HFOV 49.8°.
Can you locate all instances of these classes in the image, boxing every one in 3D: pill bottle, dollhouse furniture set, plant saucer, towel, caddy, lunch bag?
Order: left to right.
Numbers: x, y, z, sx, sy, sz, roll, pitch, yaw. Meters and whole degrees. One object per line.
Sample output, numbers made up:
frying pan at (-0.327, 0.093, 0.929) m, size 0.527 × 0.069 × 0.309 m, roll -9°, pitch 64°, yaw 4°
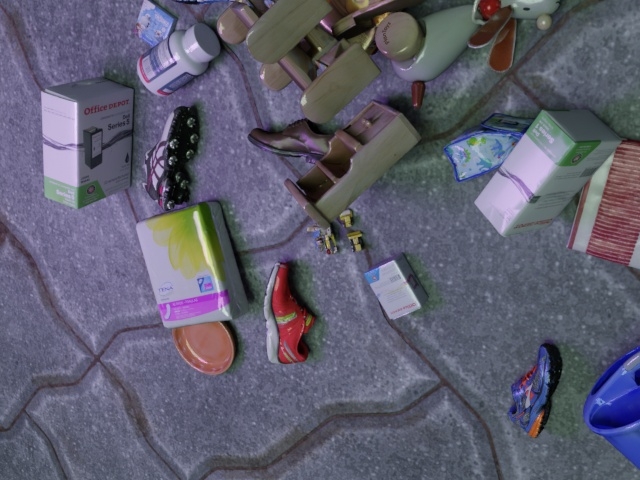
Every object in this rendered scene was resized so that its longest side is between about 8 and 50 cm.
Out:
pill bottle at (-0.315, -0.408, 1.546) m, size 0.180 × 0.108 × 0.108 m, roll -22°, pitch 99°, yaw 33°
plant saucer at (-0.310, 0.268, 1.864) m, size 0.199 × 0.037 × 0.200 m, roll 11°, pitch 116°, yaw 24°
dollhouse furniture set at (-0.045, -0.259, 1.284) m, size 0.256 × 0.362 × 0.394 m, roll -43°, pitch 116°, yaw 3°
lunch bag at (0.324, -0.181, 1.286) m, size 0.151 × 0.129 × 0.096 m, roll -18°, pitch 101°, yaw 34°
caddy at (0.637, 0.262, 1.236) m, size 0.179 × 0.241 × 0.341 m, roll 47°, pitch 123°, yaw -2°
towel at (0.636, -0.044, 1.234) m, size 0.329 × 0.037 × 0.237 m, roll 18°, pitch 119°, yaw 23°

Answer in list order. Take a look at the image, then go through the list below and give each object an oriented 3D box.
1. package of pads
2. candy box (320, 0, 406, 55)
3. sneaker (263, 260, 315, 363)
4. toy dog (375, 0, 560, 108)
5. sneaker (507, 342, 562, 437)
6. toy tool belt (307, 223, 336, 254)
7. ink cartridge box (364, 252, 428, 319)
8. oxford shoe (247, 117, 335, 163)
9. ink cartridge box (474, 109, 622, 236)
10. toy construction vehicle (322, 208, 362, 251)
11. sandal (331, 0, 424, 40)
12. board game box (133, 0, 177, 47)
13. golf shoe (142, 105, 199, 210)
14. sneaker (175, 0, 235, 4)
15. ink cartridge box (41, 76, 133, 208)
package of pads at (-0.327, 0.065, 1.734) m, size 0.229 × 0.101 × 0.297 m, roll -12°, pitch 95°, yaw 30°
candy box at (0.026, -0.527, 1.327) m, size 0.316 × 0.087 × 0.183 m, roll 43°, pitch 122°, yaw 6°
sneaker at (-0.072, 0.175, 1.680) m, size 0.118 × 0.107 × 0.279 m, roll 1°, pitch 115°, yaw 8°
toy dog at (0.256, -0.344, 1.227) m, size 0.333 × 0.220 × 0.161 m, roll -19°, pitch 78°, yaw 42°
sneaker at (0.446, 0.314, 1.456) m, size 0.087 × 0.083 × 0.221 m, roll 20°, pitch 115°, yaw 29°
toy tool belt at (0.000, 0.000, 1.576) m, size 0.052 × 0.051 × 0.083 m, roll 11°, pitch 120°, yaw 66°
ink cartridge box at (0.169, 0.102, 1.531) m, size 0.088 × 0.052 × 0.122 m, roll -27°, pitch 95°, yaw 34°
oxford shoe at (-0.052, -0.226, 1.507) m, size 0.227 × 0.083 × 0.096 m, roll 13°, pitch 103°, yaw 17°
ink cartridge box at (0.401, -0.120, 1.231) m, size 0.093 × 0.160 × 0.219 m, roll 55°, pitch 133°, yaw 28°
toy construction vehicle at (0.048, -0.015, 1.535) m, size 0.085 × 0.035 × 0.098 m, roll -13°, pitch 99°, yaw -7°
sandal at (0.111, -0.441, 1.219) m, size 0.240 × 0.088 × 0.079 m, roll -19°, pitch 89°, yaw 33°
board game box at (-0.383, -0.498, 1.598) m, size 0.090 × 0.020 × 0.090 m, roll 37°, pitch 121°, yaw 10°
golf shoe at (-0.376, -0.206, 1.668) m, size 0.120 × 0.105 × 0.273 m, roll 31°, pitch 121°, yaw 22°
sneaker at (-0.243, -0.553, 1.480) m, size 0.190 × 0.071 × 0.083 m, roll 2°, pitch 105°, yaw 19°
ink cartridge box at (-0.570, -0.243, 1.695) m, size 0.114 × 0.198 × 0.273 m, roll 20°, pitch 119°, yaw 19°
